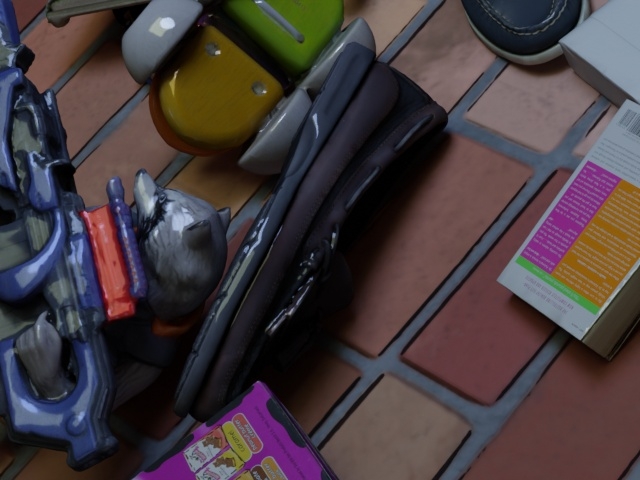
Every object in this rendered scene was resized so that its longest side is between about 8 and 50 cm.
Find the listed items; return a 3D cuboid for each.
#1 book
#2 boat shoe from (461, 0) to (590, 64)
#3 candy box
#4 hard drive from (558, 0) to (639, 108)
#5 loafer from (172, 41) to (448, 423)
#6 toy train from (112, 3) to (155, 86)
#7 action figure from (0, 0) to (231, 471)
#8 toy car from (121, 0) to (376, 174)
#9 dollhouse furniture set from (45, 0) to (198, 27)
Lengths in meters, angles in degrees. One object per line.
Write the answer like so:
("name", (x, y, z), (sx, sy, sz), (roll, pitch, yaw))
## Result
("book", (0.183, -0.010, 0.966), (0.144, 0.035, 0.096), (-54, 41, 3))
("boat shoe", (0.135, -0.233, 1.178), (0.095, 0.079, 0.254), (-23, 45, 13))
("candy box", (-0.080, 0.217, 0.931), (0.233, 0.071, 0.159), (-37, 44, -2))
("hard drive", (0.337, -0.173, 1.031), (0.307, 0.040, 0.203), (-38, 43, -2))
("loafer", (0.000, 0.000, 1.052), (0.095, 0.109, 0.302), (26, 64, -3))
("toy train", (-0.158, -0.180, 1.354), (0.036, 0.027, 0.158), (-34, 43, 7))
("action figure", (-0.214, 0.012, 1.108), (0.330, 0.178, 0.341), (-14, 73, 21))
("toy car", (-0.060, -0.141, 1.196), (0.182, 0.159, 0.136), (-52, 9, -16))
("dollhouse furniture set", (-0.103, -0.311, 1.308), (0.302, 0.151, 0.197), (-6, 35, 28))
